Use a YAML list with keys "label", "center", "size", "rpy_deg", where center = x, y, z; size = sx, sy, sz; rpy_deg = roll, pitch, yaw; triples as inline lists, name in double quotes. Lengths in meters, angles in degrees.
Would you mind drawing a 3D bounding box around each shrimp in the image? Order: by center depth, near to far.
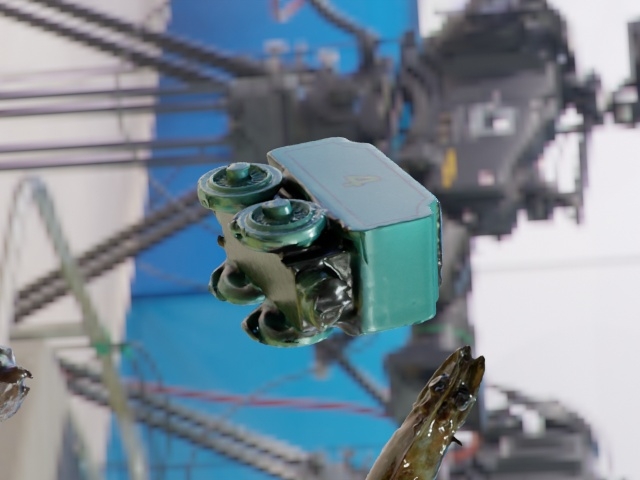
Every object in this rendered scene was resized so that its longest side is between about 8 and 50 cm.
- label: "shrimp"
  center: [0.071, 0.221, 1.775]
  size: [0.296, 0.058, 0.169]
  rpy_deg: [-59, 173, 8]

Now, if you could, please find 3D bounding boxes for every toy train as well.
- label: "toy train"
  center: [0.000, 0.000, 1.395]
  size: [0.198, 0.154, 0.107]
  rpy_deg: [-136, -142, -58]

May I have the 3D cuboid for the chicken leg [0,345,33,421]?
- label: "chicken leg"
  center: [-0.323, 0.071, 1.520]
  size: [0.304, 0.113, 0.093]
  rpy_deg: [49, 25, -58]
